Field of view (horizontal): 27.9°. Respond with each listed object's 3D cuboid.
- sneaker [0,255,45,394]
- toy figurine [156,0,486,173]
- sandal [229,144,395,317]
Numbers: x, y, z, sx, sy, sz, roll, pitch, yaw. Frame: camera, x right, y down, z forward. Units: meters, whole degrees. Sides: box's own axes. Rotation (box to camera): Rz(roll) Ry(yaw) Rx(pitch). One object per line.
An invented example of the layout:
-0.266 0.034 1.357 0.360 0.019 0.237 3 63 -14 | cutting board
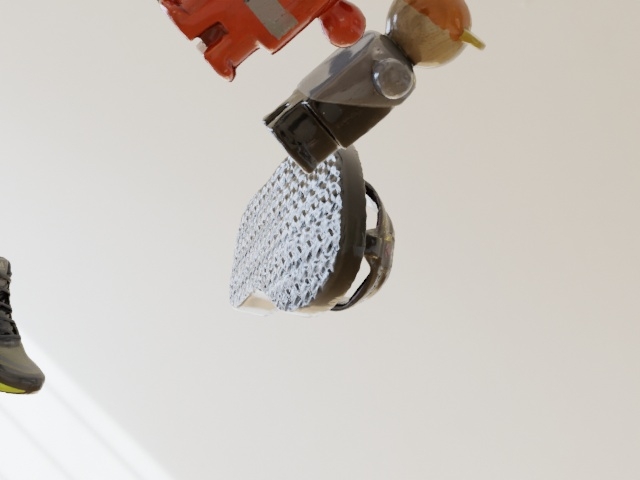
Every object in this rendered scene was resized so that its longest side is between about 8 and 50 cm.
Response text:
-0.457 0.084 1.720 0.300 0.121 0.111 48 15 20 | sneaker
-0.023 -0.164 0.683 0.148 0.213 0.209 -41 -28 2 | toy figurine
0.000 -0.002 1.271 0.107 0.167 0.446 10 -6 -12 | sandal
